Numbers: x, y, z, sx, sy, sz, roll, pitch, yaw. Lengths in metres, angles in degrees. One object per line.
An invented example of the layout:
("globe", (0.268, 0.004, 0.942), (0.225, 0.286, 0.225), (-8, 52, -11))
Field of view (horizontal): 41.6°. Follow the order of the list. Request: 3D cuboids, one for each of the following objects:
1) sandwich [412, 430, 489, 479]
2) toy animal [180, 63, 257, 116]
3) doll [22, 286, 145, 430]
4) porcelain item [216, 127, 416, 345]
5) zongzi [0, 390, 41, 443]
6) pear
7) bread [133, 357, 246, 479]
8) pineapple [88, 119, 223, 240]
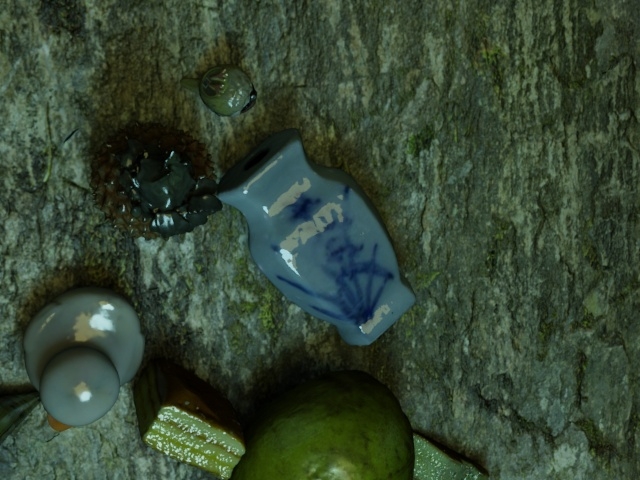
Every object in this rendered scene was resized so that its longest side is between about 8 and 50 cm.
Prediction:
("sandwich", (0.278, 0.499, 1.803), (0.244, 0.088, 0.090), (30, 93, -21))
("toy animal", (-0.178, -0.270, 1.526), (0.098, 0.137, 0.098), (-25, 120, -56))
("doll", (-0.407, 0.206, 1.455), (0.221, 0.221, 0.251), (27, 88, -21))
("porcelain item", (0.000, 0.000, 1.574), (0.242, 0.178, 0.405), (-42, 113, -9))
("zongzi", (-0.658, 0.285, 1.444), (0.286, 0.138, 0.300), (48, 64, -9))
("pear", (0.003, 0.423, 1.553), (0.413, 0.352, 0.352), (-44, 111, -25))
("bread", (-0.237, 0.311, 1.517), (0.184, 0.234, 0.110), (34, 90, -21))
("pineapple", (-0.260, -0.090, 1.374), (0.223, 0.357, 0.223), (-2, 97, -18))
